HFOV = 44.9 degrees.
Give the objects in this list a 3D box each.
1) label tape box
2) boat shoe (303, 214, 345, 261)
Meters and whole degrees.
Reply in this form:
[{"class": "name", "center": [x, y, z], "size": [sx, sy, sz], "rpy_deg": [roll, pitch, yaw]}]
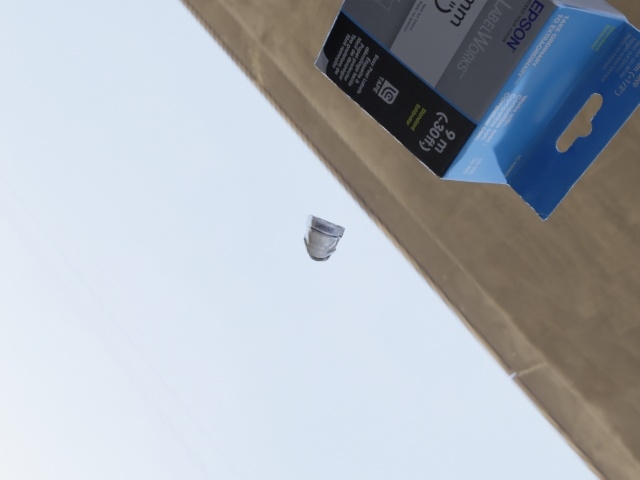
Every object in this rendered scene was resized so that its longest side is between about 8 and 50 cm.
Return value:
[{"class": "label tape box", "center": [0.184, -0.212, 0.911], "size": [0.348, 0.115, 0.249], "rpy_deg": [46, -49, 19]}, {"class": "boat shoe", "center": [0.000, 0.000, 0.651], "size": [0.035, 0.035, 0.100], "rpy_deg": [22, 3, -2]}]
